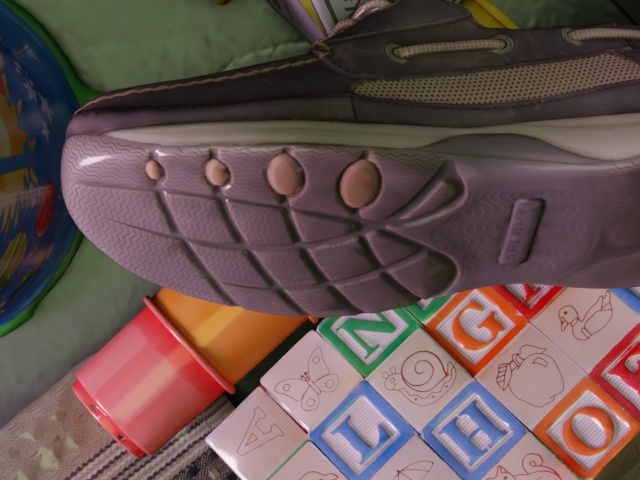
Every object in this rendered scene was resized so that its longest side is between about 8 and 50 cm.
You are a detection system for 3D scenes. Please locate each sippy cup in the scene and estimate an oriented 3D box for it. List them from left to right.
[{"bbox_3d":[-0.243,-0.035,0.929,0.305,0.224,0.240,-40,96,3],"label":"sippy cup"}]

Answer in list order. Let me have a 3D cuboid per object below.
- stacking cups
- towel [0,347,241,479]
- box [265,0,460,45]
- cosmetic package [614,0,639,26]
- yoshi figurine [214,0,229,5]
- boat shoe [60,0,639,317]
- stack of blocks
[{"bbox_3d":[0.000,0.000,0.987,0.096,0.096,0.316,45,87,-6],"label":"stacking cups"},{"bbox_3d":[-0.123,0.253,1.024,0.324,0.056,0.312,-38,94,-14],"label":"towel"},{"bbox_3d":[0.083,-0.232,0.917,0.290,0.169,0.087,-39,62,-6],"label":"box"},{"bbox_3d":[0.394,-0.174,0.876,0.394,0.329,0.327,-43,96,3],"label":"cosmetic package"},{"bbox_3d":[0.002,-0.302,0.933,0.203,0.203,0.362,30,93,-20],"label":"yoshi figurine"},{"bbox_3d":[0.046,-0.048,0.887,0.355,0.130,0.132,1,139,-14],"label":"boat shoe"},{"bbox_3d":[0.106,0.073,0.965,0.297,0.087,0.171,-44,63,-5],"label":"stack of blocks"}]
